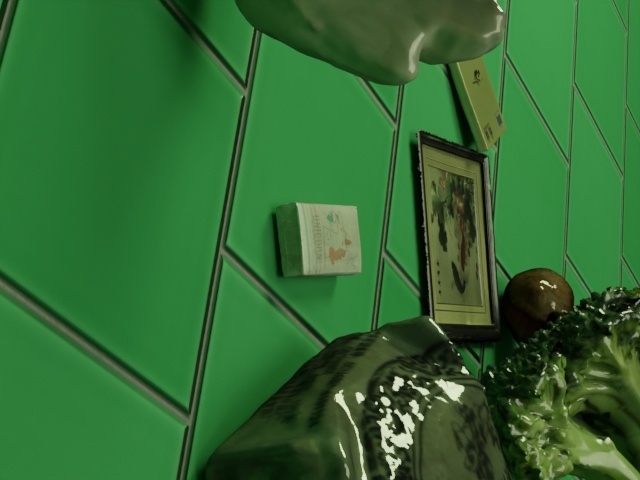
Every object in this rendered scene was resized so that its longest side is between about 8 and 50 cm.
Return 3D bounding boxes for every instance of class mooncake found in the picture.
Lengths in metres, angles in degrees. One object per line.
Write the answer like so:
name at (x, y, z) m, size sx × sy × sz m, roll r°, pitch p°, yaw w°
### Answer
mooncake at (0.055, 0.193, 0.998) m, size 0.250 × 0.136 × 0.254 m, roll 65°, pitch 30°, yaw -15°

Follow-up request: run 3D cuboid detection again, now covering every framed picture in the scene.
framed picture at (0.133, 0.001, 1.380) m, size 0.199 × 0.010 × 0.195 m, roll 9°, pitch 76°, yaw -64°

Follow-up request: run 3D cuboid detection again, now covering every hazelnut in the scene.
hazelnut at (0.225, 0.072, 1.490) m, size 0.086 × 0.086 × 0.086 m, roll 24°, pitch 63°, yaw -61°

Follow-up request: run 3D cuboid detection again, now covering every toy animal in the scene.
toy animal at (0.013, -0.248, 0.994) m, size 0.308 × 0.188 × 0.266 m, roll 47°, pitch 70°, yaw -4°

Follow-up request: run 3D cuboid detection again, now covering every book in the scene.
book at (0.156, -0.151, 1.450) m, size 0.077 × 0.014 × 0.111 m, roll -45°, pitch 117°, yaw -60°

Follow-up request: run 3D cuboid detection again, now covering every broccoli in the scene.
broccoli at (0.332, 0.233, 1.382) m, size 0.353 × 0.275 × 0.397 m, roll -39°, pitch 86°, yaw -28°

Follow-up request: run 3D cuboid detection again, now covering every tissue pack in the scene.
tissue pack at (0.000, 0.000, 1.085) m, size 0.108 × 0.023 × 0.056 m, roll 4°, pitch 81°, yaw -64°
